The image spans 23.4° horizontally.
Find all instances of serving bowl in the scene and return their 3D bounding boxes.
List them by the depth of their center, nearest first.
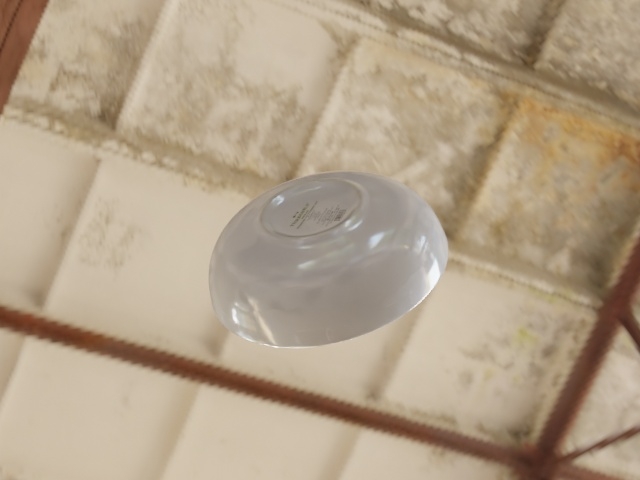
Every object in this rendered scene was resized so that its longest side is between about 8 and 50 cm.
[{"bbox_3d":[0.000,0.000,0.521,0.083,0.083,0.027,-18,-57,-4],"label":"serving bowl"}]
